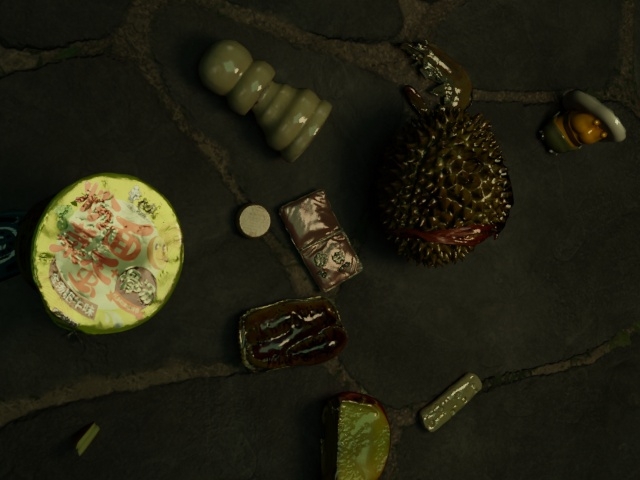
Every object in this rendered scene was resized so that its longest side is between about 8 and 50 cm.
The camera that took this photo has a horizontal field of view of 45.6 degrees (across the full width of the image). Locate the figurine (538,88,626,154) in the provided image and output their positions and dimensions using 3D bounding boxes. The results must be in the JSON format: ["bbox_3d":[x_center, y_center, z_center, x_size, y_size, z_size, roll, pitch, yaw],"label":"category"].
[{"bbox_3d":[0.658,-0.284,1.969,0.141,0.250,0.166,-37,108,3],"label":"figurine"}]

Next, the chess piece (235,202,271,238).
[{"bbox_3d":[-0.154,-0.045,1.745,0.083,0.038,0.084,-1,93,-23],"label":"chess piece"}]

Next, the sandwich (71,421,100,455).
[{"bbox_3d":[-0.507,0.423,1.617,0.044,0.083,0.031,-20,108,25],"label":"sandwich"}]

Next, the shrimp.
[{"bbox_3d":[0.274,-0.391,1.899,0.253,0.058,0.173,27,90,-21],"label":"shrimp"}]

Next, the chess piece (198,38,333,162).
[{"bbox_3d":[-0.137,-0.323,1.698,0.299,0.167,0.167,36,79,-11],"label":"chess piece"}]

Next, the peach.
[{"bbox_3d":[0.082,0.488,1.779,0.154,0.159,0.267,2,88,-11],"label":"peach"}]

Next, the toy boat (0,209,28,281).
[{"bbox_3d":[-0.692,0.032,1.513,0.299,0.092,0.134,-23,96,-19],"label":"toy boat"}]

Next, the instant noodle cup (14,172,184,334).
[{"bbox_3d":[-0.454,0.023,1.501,0.311,0.221,0.311,-2,93,-38],"label":"instant noodle cup"}]

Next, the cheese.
[{"bbox_3d":[0.331,0.411,1.938,0.194,0.043,0.065,-35,102,-18],"label":"cheese"}]

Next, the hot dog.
[{"bbox_3d":[-0.065,0.217,1.762,0.270,0.082,0.162,-8,92,-20],"label":"hot dog"}]

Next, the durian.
[{"bbox_3d":[0.281,-0.117,1.746,0.347,0.347,0.384,15,114,-21],"label":"durian"}]

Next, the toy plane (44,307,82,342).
[{"bbox_3d":[-0.538,0.168,1.596,0.031,0.049,0.121,-41,122,-15],"label":"toy plane"}]

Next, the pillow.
[{"bbox_3d":[0.000,0.000,1.802,0.126,0.043,0.232,-31,101,-17],"label":"pillow"}]
